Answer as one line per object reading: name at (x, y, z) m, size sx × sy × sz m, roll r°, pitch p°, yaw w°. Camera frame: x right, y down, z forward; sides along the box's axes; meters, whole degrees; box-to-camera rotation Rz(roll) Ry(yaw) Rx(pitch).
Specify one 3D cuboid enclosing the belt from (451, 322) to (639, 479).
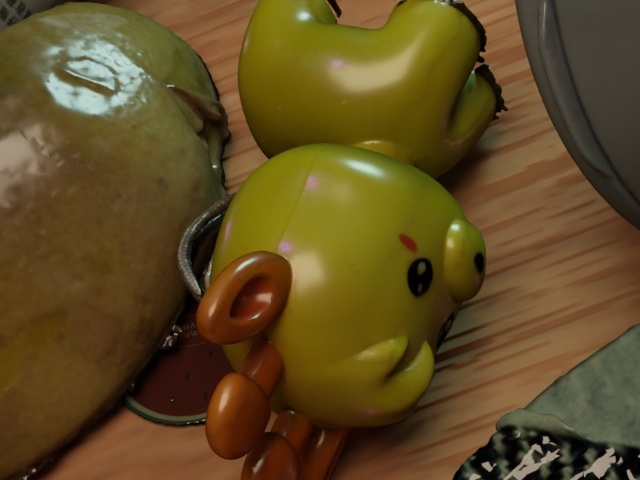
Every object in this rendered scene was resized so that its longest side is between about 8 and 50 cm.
belt at (0.143, 0.135, 0.630) m, size 0.257 × 0.150 × 0.207 m, roll -39°, pitch 48°, yaw -5°

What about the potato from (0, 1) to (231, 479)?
potato at (-0.124, -0.002, 0.814) m, size 0.120 × 0.100 × 0.261 m, roll 21°, pitch 72°, yaw 33°

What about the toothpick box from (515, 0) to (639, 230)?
toothpick box at (0.265, -0.096, 0.599) m, size 0.355 × 0.263 × 0.263 m, roll 1°, pitch 60°, yaw 49°

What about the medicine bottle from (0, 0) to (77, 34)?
medicine bottle at (-0.180, -0.126, 0.886) m, size 0.133 × 0.133 × 0.249 m, roll 20°, pitch 72°, yaw 27°

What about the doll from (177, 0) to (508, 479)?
doll at (0.000, 0.000, 0.760) m, size 0.135 × 0.143 × 0.221 m, roll 7°, pitch 59°, yaw 20°

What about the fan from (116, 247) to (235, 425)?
fan at (-0.058, 0.020, 0.841) m, size 0.085 × 0.005 × 0.133 m, roll -14°, pitch 60°, yaw 12°
